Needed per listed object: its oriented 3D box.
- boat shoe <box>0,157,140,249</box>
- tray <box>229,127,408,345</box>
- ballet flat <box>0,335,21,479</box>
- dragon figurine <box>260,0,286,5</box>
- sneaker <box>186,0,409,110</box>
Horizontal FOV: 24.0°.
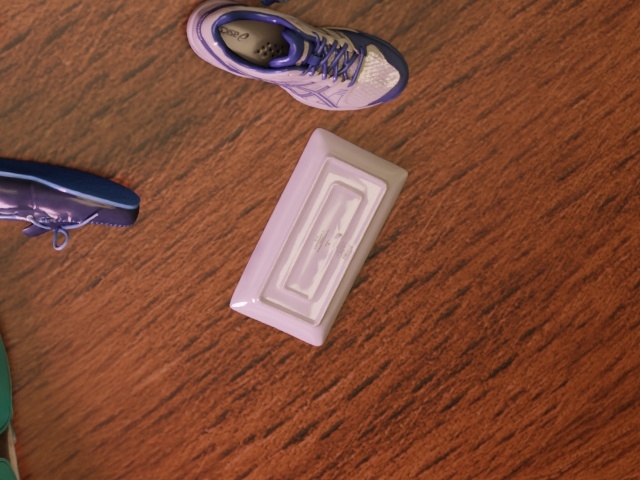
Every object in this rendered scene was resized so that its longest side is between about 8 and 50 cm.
[{"bbox_3d":[-0.357,-0.048,1.906,0.258,0.109,0.089,13,107,3],"label":"boat shoe"},{"bbox_3d":[0.000,0.000,2.009,0.145,0.030,0.270,25,96,-16],"label":"tray"},{"bbox_3d":[-0.462,0.274,1.923,0.147,0.147,0.408,-11,95,-9],"label":"ballet flat"},{"bbox_3d":[0.020,-0.415,1.894,0.289,0.085,0.144,-36,108,3],"label":"dragon figurine"},{"bbox_3d":[-0.022,-0.226,1.906,0.296,0.131,0.111,11,98,-14],"label":"sneaker"}]
